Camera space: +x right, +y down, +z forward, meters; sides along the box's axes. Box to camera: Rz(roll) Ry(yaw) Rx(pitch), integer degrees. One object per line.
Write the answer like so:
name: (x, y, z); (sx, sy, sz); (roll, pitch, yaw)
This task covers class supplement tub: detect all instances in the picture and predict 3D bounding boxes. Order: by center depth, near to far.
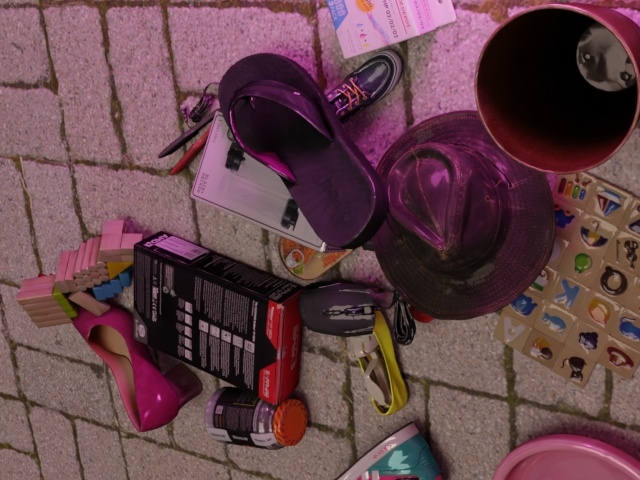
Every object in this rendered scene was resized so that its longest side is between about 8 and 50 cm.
supplement tub: (-0.128, 0.356, 1.997); (0.191, 0.117, 0.116); (0, 110, 37)

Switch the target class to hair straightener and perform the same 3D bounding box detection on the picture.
hair straightener: (-0.238, -0.219, 1.860); (0.089, 0.047, 0.230); (52, 130, 5)

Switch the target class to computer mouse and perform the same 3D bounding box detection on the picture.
computer mouse: (0.044, 0.086, 1.736); (0.262, 0.060, 0.184); (5, 102, 41)

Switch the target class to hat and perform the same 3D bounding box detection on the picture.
hat: (0.187, -0.049, 1.494); (0.332, 0.134, 0.331); (-5, 79, 27)

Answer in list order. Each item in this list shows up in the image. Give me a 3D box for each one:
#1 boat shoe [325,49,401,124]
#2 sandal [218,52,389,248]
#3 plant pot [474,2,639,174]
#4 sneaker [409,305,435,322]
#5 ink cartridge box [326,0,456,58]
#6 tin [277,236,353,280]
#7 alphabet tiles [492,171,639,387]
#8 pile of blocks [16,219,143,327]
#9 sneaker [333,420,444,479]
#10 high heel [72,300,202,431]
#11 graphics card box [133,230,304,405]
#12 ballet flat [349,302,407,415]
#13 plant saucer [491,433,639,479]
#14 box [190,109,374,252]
boat shoe: (0.053, -0.236, 1.622); (0.065, 0.083, 0.183); (53, 130, 4)
sandal: (-0.051, -0.167, 1.573); (0.167, 0.107, 0.445); (-56, 50, 19)
plant pot: (0.351, -0.223, 1.320); (0.215, 0.230, 0.215); (16, 119, 30)
sneaker: (0.184, 0.068, 1.637); (0.087, 0.128, 0.221); (36, 127, 17)
ink cartridge box: (0.107, -0.357, 1.543); (0.181, 0.062, 0.104); (-11, 104, 38)
tin: (0.000, 0.000, 1.799); (0.190, 0.040, 0.106); (-37, 83, 39)
alphabet tiles: (0.396, 0.060, 1.560); (0.285, 0.011, 0.342); (29, 124, 21)
pile of blocks: (-0.491, 0.065, 2.137); (0.362, 0.112, 0.149); (-28, 131, 27)
sneaker: (0.130, 0.485, 1.875); (0.178, 0.124, 0.295); (54, 130, 16)
high heel: (-0.444, 0.257, 2.134); (0.377, 0.181, 0.127); (30, 125, 22)
graphics card box: (-0.207, 0.148, 1.975); (0.371, 0.094, 0.232); (19, 121, 27)
ballet flat: (0.095, 0.211, 1.798); (0.077, 0.077, 0.230); (-12, 103, 39)
plant saucer: (0.446, 0.461, 1.658); (0.332, 0.084, 0.332); (16, 119, 30)
box: (-0.069, -0.103, 1.733); (0.290, 0.087, 0.169); (21, 99, 26)
